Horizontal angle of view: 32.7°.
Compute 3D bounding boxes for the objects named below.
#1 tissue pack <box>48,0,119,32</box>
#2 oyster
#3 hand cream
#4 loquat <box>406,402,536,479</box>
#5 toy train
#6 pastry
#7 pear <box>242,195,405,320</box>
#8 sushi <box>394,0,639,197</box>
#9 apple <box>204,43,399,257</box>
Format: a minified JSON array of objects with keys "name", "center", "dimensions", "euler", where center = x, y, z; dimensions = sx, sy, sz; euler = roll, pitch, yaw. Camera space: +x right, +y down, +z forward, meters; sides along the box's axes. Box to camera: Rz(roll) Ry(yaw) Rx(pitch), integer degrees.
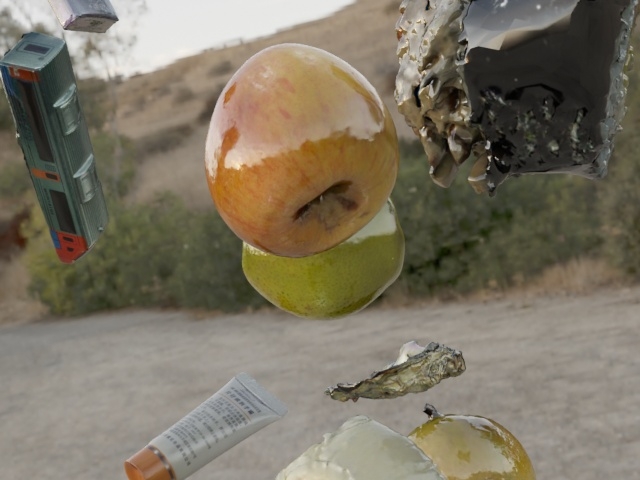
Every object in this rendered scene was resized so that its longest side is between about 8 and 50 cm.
[{"name":"tissue pack","center":[-0.418,-0.426,1.835],"dimensions":[0.051,0.156,0.112],"euler":[-34,-10,29]},{"name":"oyster","center":[0.141,0.245,1.979],"dimensions":[0.260,0.092,0.198],"euler":[-21,-5,-23]},{"name":"hand cream","center":[-0.218,0.354,2.028],"dimensions":[0.314,0.089,0.140],"euler":[-31,50,-28]},{"name":"loquat","center":[0.173,0.284,1.256],"dimensions":[0.149,0.204,0.172],"euler":[-51,-31,16]},{"name":"toy train","center":[-0.391,-0.121,1.663],"dimensions":[0.089,0.409,0.086],"euler":[14,47,18]},{"name":"pastry","center":[0.030,0.226,0.857],"dimensions":[0.088,0.165,0.166],"euler":[-6,-2,-44]},{"name":"pear","center":[0.000,0.000,1.922],"dimensions":[0.294,0.294,0.294],"euler":[-13,4,1]},{"name":"sushi","center":[0.158,-0.171,0.907],"dimensions":[0.219,0.225,0.238],"euler":[16,48,24]},{"name":"apple","center":[-0.036,-0.139,1.625],"dimensions":[0.299,0.275,0.299],"euler":[-27,-30,-17]}]
